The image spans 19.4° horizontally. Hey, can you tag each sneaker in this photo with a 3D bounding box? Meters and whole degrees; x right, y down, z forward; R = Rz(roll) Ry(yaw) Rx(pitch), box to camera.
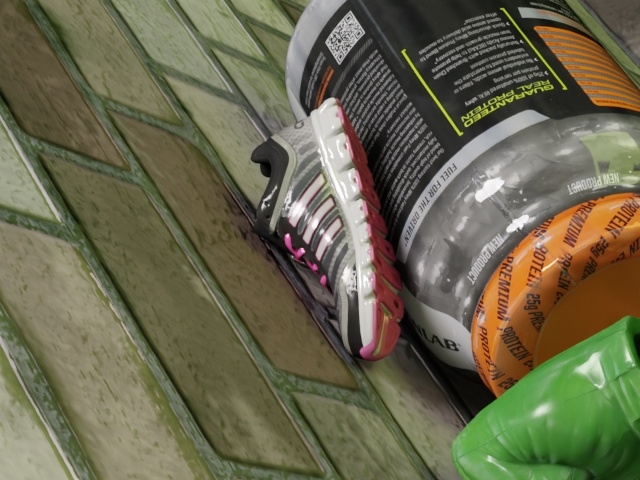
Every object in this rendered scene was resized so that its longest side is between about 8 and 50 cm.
[{"bbox_3d":[0.000,0.000,1.133,0.063,0.074,0.170,44,29,-64],"label":"sneaker"}]

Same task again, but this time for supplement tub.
[{"bbox_3d":[0.120,-0.045,1.232,0.207,0.207,0.338,28,22,-37],"label":"supplement tub"}]

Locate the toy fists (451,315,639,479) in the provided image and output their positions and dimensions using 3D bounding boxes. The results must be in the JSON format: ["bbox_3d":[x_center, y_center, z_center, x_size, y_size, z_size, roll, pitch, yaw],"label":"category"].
[{"bbox_3d":[0.185,0.130,1.086,0.279,0.142,0.096,17,47,-53],"label":"toy fists"}]
